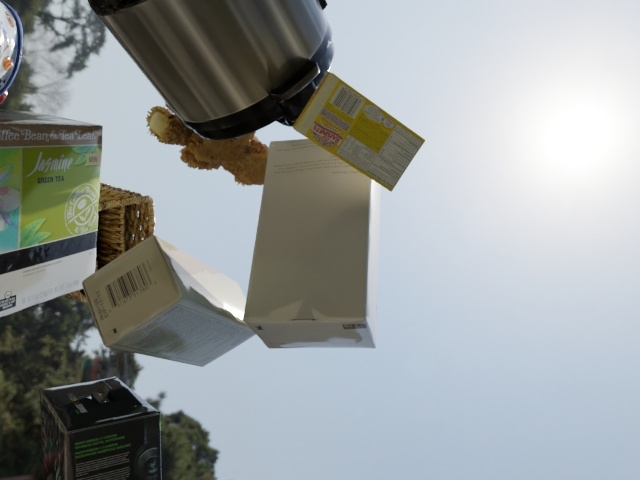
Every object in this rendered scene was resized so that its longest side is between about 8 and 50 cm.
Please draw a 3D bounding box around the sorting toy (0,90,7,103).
[{"bbox_3d":[-0.889,-0.324,1.491,0.126,0.127,0.366,89,-21,-69],"label":"sorting toy"}]

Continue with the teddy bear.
[{"bbox_3d":[-0.254,-0.259,1.390,0.113,0.337,0.245,-104,-146,-48],"label":"teddy bear"}]

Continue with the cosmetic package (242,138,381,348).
[{"bbox_3d":[0.000,0.000,1.066,0.217,0.156,0.385,-1,-117,14],"label":"cosmetic package"}]

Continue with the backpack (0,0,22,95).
[{"bbox_3d":[-0.718,-0.383,1.088,0.263,0.213,0.277,13,-83,5],"label":"backpack"}]

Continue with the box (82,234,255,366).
[{"bbox_3d":[-0.238,0.118,0.978,0.148,0.311,0.121,-32,-113,3],"label":"box"}]

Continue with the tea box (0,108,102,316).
[{"bbox_3d":[-0.569,-0.056,0.964,0.219,0.329,0.324,11,-76,15],"label":"tea box"}]

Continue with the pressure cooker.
[{"bbox_3d":[-0.180,-0.401,1.085,0.375,0.420,0.370,-13,-135,23],"label":"pressure cooker"}]

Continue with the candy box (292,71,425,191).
[{"bbox_3d":[0.066,-0.173,0.927,0.105,0.205,0.027,-55,-154,11],"label":"candy box"}]

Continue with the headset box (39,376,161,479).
[{"bbox_3d":[-0.346,0.366,0.884,0.246,0.131,0.283,0,-88,56],"label":"headset box"}]

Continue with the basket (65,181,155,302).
[{"bbox_3d":[-0.573,0.018,1.459,0.223,0.213,0.299,18,-59,10],"label":"basket"}]
